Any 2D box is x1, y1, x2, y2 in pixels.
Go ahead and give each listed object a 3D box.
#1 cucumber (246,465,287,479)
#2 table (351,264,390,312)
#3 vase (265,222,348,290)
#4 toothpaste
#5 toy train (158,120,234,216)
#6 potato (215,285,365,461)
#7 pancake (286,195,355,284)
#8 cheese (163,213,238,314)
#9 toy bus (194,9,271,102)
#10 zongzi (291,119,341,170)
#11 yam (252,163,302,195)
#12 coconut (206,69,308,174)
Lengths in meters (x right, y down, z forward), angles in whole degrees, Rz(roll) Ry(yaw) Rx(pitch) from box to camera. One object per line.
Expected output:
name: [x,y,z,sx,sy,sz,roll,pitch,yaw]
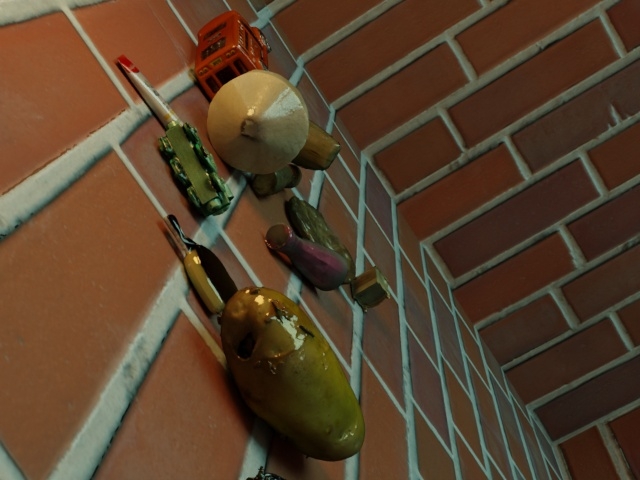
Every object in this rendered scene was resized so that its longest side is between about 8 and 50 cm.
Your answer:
cucumber: [-0.036,0.336,1.231,0.181,0.053,0.053,44,19,-43]
table: [0.121,0.119,2.344,0.062,0.079,0.083,52,15,-21]
vase: [-0.031,0.029,1.958,0.214,0.086,0.086,36,25,-52]
toothpaste: [-0.288,-0.244,1.693,0.190,0.031,0.048,53,16,-15]
toy train: [-0.206,-0.117,1.625,0.178,0.071,0.104,61,1,17]
potato: [-0.040,0.191,1.357,0.300,0.140,0.173,59,3,-26]
pancake: [-0.001,0.000,2.230,0.236,0.042,0.222,50,19,-22]
cheese: [-0.181,0.031,1.428,0.162,0.036,0.086,58,15,-2]
toy bus: [-0.201,-0.417,2.204,0.153,0.143,0.329,53,15,-26]
zongzi: [-0.068,-0.243,2.288,0.228,0.115,0.256,25,5,-3]
yam: [-0.093,-0.139,2.147,0.066,0.066,0.300,59,12,-1]
coconut: [-0.123,-0.238,1.945,0.202,0.202,0.222,56,11,-13]
